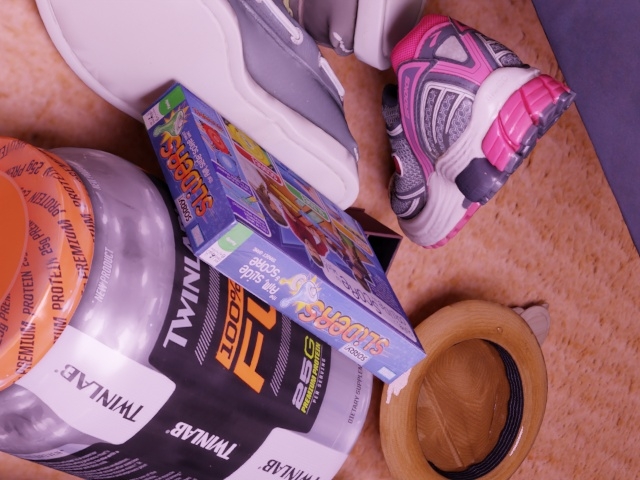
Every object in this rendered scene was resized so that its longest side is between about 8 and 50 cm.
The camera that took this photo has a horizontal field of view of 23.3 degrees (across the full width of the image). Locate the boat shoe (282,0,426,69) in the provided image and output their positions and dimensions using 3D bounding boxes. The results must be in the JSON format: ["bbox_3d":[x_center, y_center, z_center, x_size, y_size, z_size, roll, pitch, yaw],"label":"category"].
[{"bbox_3d":[0.030,-0.261,1.004,0.109,0.091,0.305,-41,146,-51],"label":"boat shoe"}]

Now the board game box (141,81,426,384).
[{"bbox_3d":[-0.022,-0.002,0.992,0.035,0.136,0.201,-40,134,14],"label":"board game box"}]

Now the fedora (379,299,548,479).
[{"bbox_3d":[0.112,0.138,1.370,0.194,0.079,0.194,-9,109,-29],"label":"fedora"}]

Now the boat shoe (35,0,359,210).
[{"bbox_3d":[-0.075,-0.131,1.016,0.319,0.116,0.099,44,39,-44],"label":"boat shoe"}]

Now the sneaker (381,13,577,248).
[{"bbox_3d":[0.095,-0.083,1.126,0.121,0.112,0.299,-49,176,-15],"label":"sneaker"}]

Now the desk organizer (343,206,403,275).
[{"bbox_3d":[0.000,0.000,1.193,0.130,0.050,0.047,7,110,-48],"label":"desk organizer"}]

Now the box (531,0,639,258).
[{"bbox_3d":[0.430,-0.181,1.136,0.472,0.479,0.297,-13,168,-41],"label":"box"}]

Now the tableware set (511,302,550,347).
[{"bbox_3d":[0.164,0.139,1.485,0.141,0.020,0.168,-26,132,-33],"label":"tableware set"}]

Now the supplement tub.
[{"bbox_3d":[-0.120,0.062,0.998,0.193,0.193,0.316,-57,142,1],"label":"supplement tub"}]
